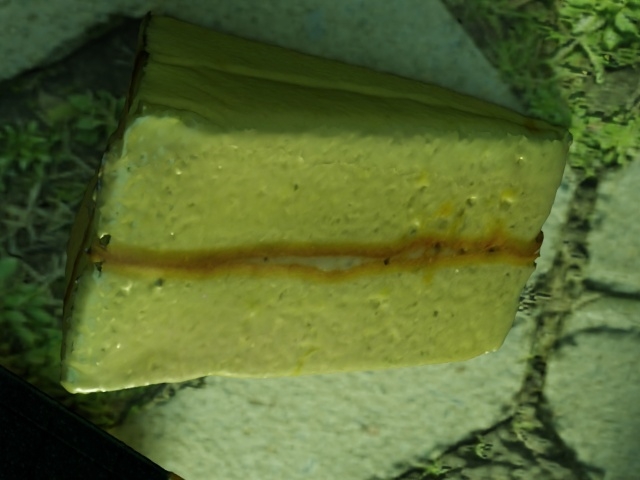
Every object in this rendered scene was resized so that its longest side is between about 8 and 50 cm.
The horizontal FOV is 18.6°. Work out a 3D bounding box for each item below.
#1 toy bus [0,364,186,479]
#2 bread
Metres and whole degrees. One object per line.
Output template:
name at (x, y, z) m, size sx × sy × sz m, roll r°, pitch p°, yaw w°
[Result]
toy bus at (-0.196, 0.164, 1.086) m, size 0.275 × 0.167 × 0.138 m, roll 35°, pitch 130°, yaw -15°
bread at (0.004, 0.000, 1.023) m, size 0.264 × 0.163 × 0.168 m, roll 12°, pitch 113°, yaw -8°
